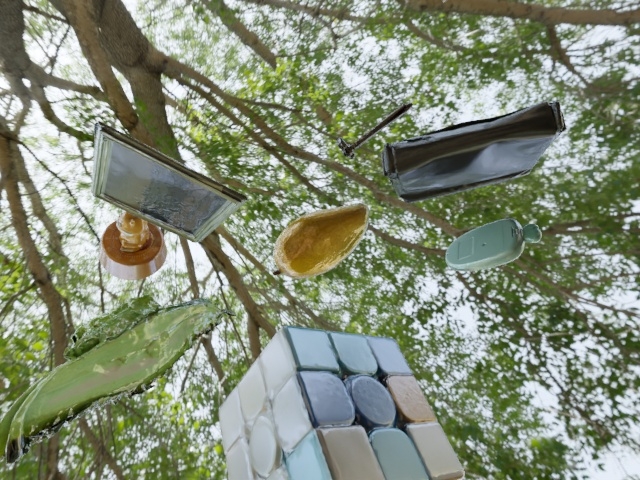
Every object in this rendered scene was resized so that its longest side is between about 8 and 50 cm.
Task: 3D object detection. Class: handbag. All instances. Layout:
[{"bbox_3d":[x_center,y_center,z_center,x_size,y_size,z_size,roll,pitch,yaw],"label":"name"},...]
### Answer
[{"bbox_3d":[0.226,-0.137,0.651,0.247,0.223,0.080,-13,-100,14],"label":"handbag"}]

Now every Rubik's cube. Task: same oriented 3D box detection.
[{"bbox_3d":[0.019,0.432,0.898,0.345,0.346,0.346,16,-56,-36],"label":"Rubik's cube"}]

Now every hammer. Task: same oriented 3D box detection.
[{"bbox_3d":[0.115,-0.235,0.868,0.178,0.021,0.065,-31,-41,25],"label":"hammer"}]

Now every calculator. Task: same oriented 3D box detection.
[{"bbox_3d":[0.273,0.006,0.664,0.021,0.153,0.095,46,-138,-24],"label":"calculator"}]

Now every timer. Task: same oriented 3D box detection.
[{"bbox_3d":[-0.370,-0.012,0.813,0.132,0.152,0.131,11,-124,-16],"label":"timer"}]

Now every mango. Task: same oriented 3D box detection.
[{"bbox_3d":[0.000,0.000,1.121,0.317,0.119,0.176,-30,-62,-2],"label":"mango"}]

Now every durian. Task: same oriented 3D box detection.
[{"bbox_3d":[-0.242,0.145,0.540,0.107,0.375,0.132,-6,-78,23],"label":"durian"}]

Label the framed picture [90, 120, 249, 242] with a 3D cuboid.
[{"bbox_3d":[-0.237,-0.063,0.608,0.197,0.252,0.014,27,-115,-22],"label":"framed picture"}]

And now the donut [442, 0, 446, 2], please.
[{"bbox_3d":[0.183,-0.484,0.656,0.078,0.146,0.181,-31,-61,14],"label":"donut"}]
